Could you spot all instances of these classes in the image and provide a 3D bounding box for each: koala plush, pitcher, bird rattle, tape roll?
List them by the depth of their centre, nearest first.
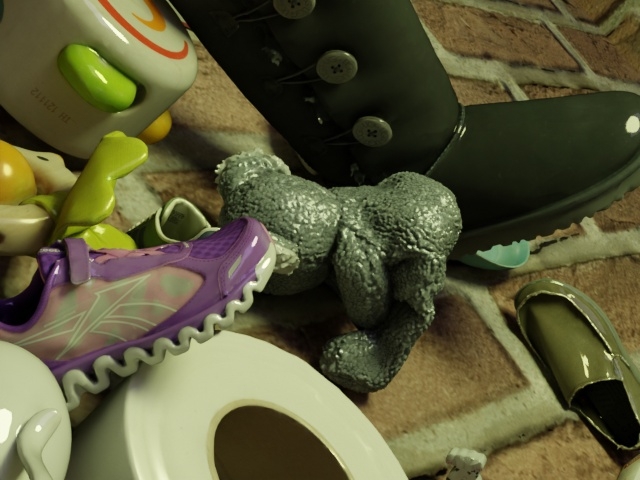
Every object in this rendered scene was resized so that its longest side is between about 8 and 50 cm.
[{"bbox_3d":[-0.202,0.142,0.718,0.125,0.178,0.207,57,23,-24],"label":"pitcher"},{"bbox_3d":[-0.052,0.207,0.915,0.286,0.100,0.286,33,30,-22],"label":"tape roll"},{"bbox_3d":[-0.264,-0.021,0.940,0.253,0.143,0.207,-2,24,-21],"label":"bird rattle"},{"bbox_3d":[0.000,0.000,1.190,0.221,0.203,0.196,21,34,-17],"label":"koala plush"}]

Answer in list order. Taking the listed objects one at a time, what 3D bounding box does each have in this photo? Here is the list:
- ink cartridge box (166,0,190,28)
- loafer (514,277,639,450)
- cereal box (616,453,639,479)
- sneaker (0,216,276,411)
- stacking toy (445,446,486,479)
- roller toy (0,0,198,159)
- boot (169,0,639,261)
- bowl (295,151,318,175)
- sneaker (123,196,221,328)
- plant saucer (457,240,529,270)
[{"bbox_3d":[-0.179,-0.336,1.509,0.109,0.063,0.150,21,36,-37],"label":"ink cartridge box"},{"bbox_3d":[0.327,0.152,1.497,0.251,0.094,0.087,49,24,8],"label":"loafer"},{"bbox_3d":[0.385,0.348,1.362,0.173,0.047,0.240,48,28,6],"label":"cereal box"},{"bbox_3d":[-0.146,0.038,0.864,0.104,0.236,0.095,63,-6,-18],"label":"sneaker"},{"bbox_3d":[0.184,0.261,1.093,0.221,0.052,0.167,11,19,20],"label":"stacking toy"},{"bbox_3d":[-0.224,-0.178,1.149,0.191,0.146,0.209,54,19,9],"label":"roller toy"},{"bbox_3d":[0.100,-0.190,1.227,0.445,0.367,0.146,56,20,-29],"label":"boot"},{"bbox_3d":[0.012,-0.125,1.434,0.080,0.170,0.170,-25,65,-14],"label":"bowl"},{"bbox_3d":[-0.121,0.005,1.013,0.064,0.086,0.192,5,13,-32],"label":"sneaker"},{"bbox_3d":[0.148,-0.079,1.608,0.317,0.044,0.317,36,28,-22],"label":"plant saucer"}]
